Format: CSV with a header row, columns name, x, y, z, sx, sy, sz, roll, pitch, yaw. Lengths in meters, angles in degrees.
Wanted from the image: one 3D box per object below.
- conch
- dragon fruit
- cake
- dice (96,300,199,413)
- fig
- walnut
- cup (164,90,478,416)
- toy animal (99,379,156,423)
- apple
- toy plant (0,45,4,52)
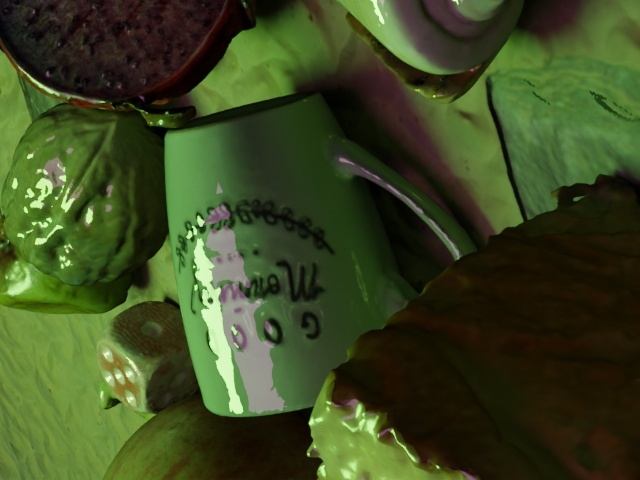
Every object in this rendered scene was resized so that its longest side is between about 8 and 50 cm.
name,x,y,z,sx,sy,sz,roll,pitch,yaw
conch,0.065,-0.192,0.928,0.158,0.127,0.255,47,-175,-37
dragon fruit,-0.156,-0.197,1.168,0.224,0.218,0.148,26,172,10
cake,0.178,0.179,0.858,0.293,0.314,0.306,27,133,40
dice,-0.185,0.129,1.528,0.094,0.093,0.091,39,142,32
fig,-0.291,0.023,1.550,0.166,0.154,0.144,33,151,3
walnut,-0.226,-0.052,1.384,0.178,0.178,0.230,52,143,14
cup,0.000,0.000,1.123,0.258,0.186,0.234,-8,102,25
toy animal,-0.167,0.241,1.613,0.101,0.103,0.218,-3,110,30
apple,-0.089,0.326,1.383,0.345,0.269,0.344,35,141,34
toy plant,-0.348,-0.242,1.361,0.175,0.218,0.235,-30,80,57
